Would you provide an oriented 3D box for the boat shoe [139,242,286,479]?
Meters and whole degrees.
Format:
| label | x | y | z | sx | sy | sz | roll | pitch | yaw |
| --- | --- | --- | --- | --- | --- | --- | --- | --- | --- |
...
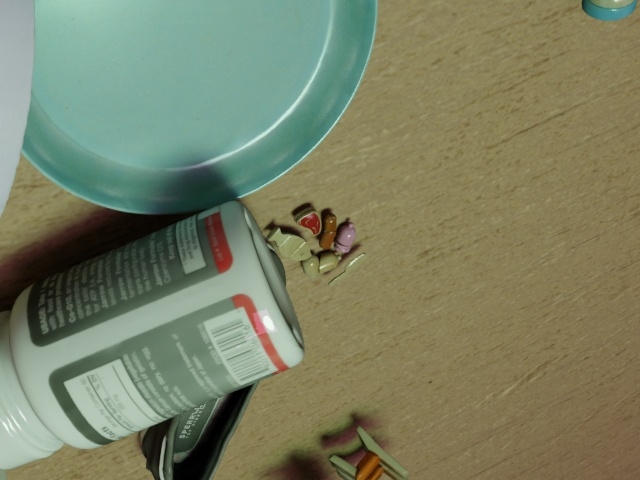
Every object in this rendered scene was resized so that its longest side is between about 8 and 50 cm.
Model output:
| label | x | y | z | sx | sy | sz | roll | pitch | yaw |
| --- | --- | --- | --- | --- | --- | --- | --- | --- | --- |
| boat shoe | -0.108 | 0.156 | 0.880 | 0.112 | 0.095 | 0.335 | 5 | 125 | -35 |

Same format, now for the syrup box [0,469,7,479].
| label | x | y | z | sx | sy | sz | roll | pitch | yaw |
| --- | --- | --- | --- | --- | --- | --- | --- | --- | --- |
| syrup box | -0.420 | 0.208 | 0.736 | 0.096 | 0.093 | 0.237 | -48 | 136 | 14 |

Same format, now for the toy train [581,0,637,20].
| label | x | y | z | sx | sy | sz | roll | pitch | yaw |
| --- | --- | --- | --- | --- | --- | --- | --- | --- | --- |
| toy train | 0.354 | -0.313 | 0.752 | 0.248 | 0.105 | 0.143 | -27 | 147 | -8 |

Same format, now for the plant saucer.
| label | x | y | z | sx | sy | sz | roll | pitch | yaw |
| --- | --- | --- | --- | --- | --- | --- | --- | --- | --- |
| plant saucer | -0.103 | -0.160 | 0.640 | 0.317 | 0.044 | 0.317 | -18 | 135 | -18 |

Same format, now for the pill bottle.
| label | x | y | z | sx | sy | sz | roll | pitch | yaw |
| --- | --- | --- | --- | --- | --- | --- | --- | --- | --- |
| pill bottle | -0.171 | 0.088 | 0.721 | 0.283 | 0.161 | 0.161 | -22 | 137 | 1 |

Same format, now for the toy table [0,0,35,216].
| label | x | y | z | sx | sy | sz | roll | pitch | yaw |
| --- | --- | --- | --- | --- | --- | --- | --- | --- | --- |
| toy table | -0.294 | -0.081 | 0.470 | 0.161 | 0.252 | 0.274 | -8 | 123 | -48 |

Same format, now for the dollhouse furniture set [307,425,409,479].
| label | x | y | z | sx | sy | sz | roll | pitch | yaw |
| --- | --- | --- | --- | --- | --- | --- | --- | --- | --- |
| dollhouse furniture set | 0.027 | 0.428 | 1.129 | 0.262 | 0.135 | 0.259 | -45 | 155 | -15 |

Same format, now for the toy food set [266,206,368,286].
| label | x | y | z | sx | sy | sz | roll | pitch | yaw |
| --- | --- | --- | --- | --- | --- | --- | --- | --- | --- |
| toy food set | 0.000 | 0.000 | 0.865 | 0.078 | 0.019 | 0.122 | -39 | 136 | 5 |
